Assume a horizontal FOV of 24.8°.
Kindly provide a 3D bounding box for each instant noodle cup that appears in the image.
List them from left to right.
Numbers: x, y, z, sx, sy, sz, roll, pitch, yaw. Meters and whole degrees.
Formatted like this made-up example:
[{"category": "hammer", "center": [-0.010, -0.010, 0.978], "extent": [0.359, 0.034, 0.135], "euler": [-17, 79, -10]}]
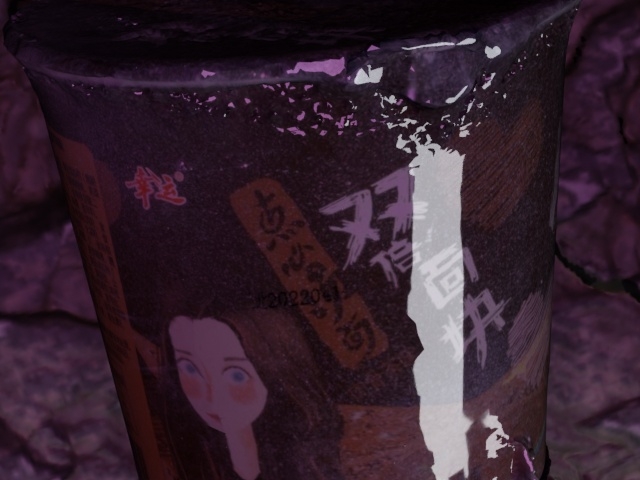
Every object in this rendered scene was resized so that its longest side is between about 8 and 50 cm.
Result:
[{"category": "instant noodle cup", "center": [0.000, 0.000, 0.566], "extent": [0.217, 0.217, 0.207], "euler": [-6, 112, -2]}]
